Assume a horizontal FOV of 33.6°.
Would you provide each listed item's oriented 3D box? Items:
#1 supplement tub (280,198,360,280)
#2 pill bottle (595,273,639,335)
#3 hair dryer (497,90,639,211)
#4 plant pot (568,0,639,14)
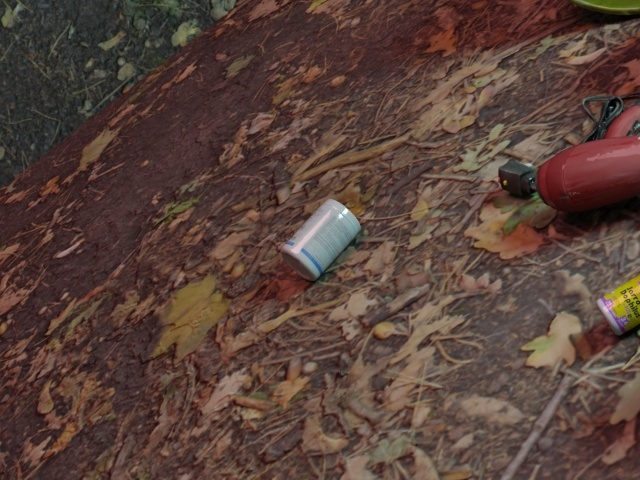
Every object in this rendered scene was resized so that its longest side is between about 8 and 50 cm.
[{"bbox_3d":[0.000,0.000,1.543,0.107,0.071,0.071,-46,28,-16],"label":"supplement tub"},{"bbox_3d":[0.329,0.059,1.088,0.083,0.043,0.043,-33,28,10],"label":"pill bottle"},{"bbox_3d":[0.348,-0.122,1.285,0.223,0.080,0.293,-41,24,-4],"label":"hair dryer"},{"bbox_3d":[0.499,-0.582,1.576,0.366,0.366,0.353,-7,30,45],"label":"plant pot"}]
